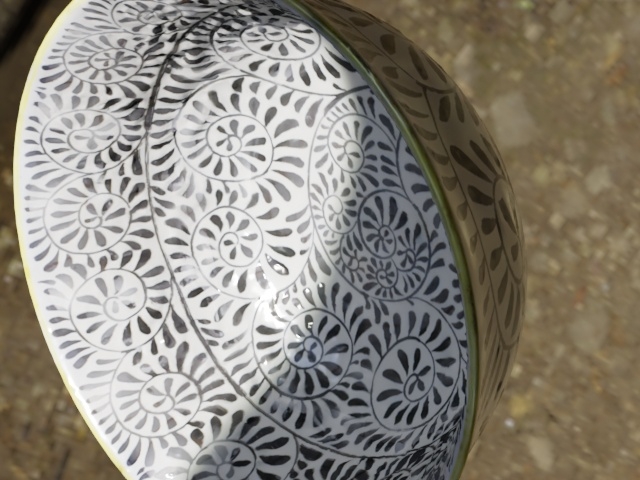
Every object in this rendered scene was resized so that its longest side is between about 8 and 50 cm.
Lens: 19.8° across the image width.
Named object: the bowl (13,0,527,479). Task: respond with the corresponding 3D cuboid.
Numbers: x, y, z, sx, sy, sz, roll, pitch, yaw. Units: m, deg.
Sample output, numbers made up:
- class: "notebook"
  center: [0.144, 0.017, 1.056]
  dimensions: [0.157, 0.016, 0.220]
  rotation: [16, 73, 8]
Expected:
- class: "bowl"
  center: [0.000, 0.000, 0.499]
  dimensions: [0.170, 0.080, 0.170]
  rotation: [21, 120, 39]
